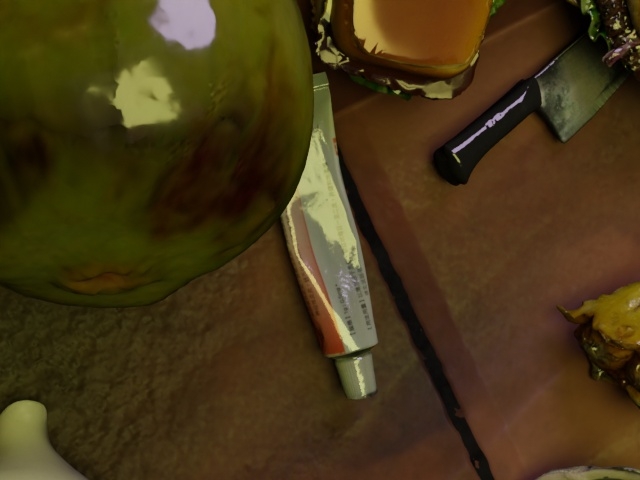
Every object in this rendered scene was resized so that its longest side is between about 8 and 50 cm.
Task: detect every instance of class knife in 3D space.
[{"bbox_3d":[0.174,-0.108,0.988,0.230,0.028,0.060,-41,106,-17],"label":"knife"}]

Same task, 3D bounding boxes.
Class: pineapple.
[{"bbox_3d":[0.312,0.103,0.963,0.249,0.164,0.140,-14,121,-10],"label":"pineapple"}]

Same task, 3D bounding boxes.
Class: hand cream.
[{"bbox_3d":[0.000,0.000,0.930,0.052,0.038,0.216,-16,93,-42],"label":"hand cream"}]

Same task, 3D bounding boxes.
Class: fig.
[{"bbox_3d":[-0.121,-0.100,0.788,0.239,0.239,0.271,8,60,-19],"label":"fig"}]

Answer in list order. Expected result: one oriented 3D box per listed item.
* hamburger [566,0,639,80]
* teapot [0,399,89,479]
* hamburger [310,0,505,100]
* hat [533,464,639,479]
[{"bbox_3d":[0.262,-0.183,0.967,0.164,0.093,0.190,27,76,-22],"label":"hamburger"},{"bbox_3d":[-0.186,0.215,0.846,0.145,0.092,0.226,18,88,-34],"label":"teapot"},{"bbox_3d":[0.060,-0.174,0.909,0.137,0.087,0.166,14,90,-20],"label":"hamburger"},{"bbox_3d":[0.216,0.279,0.999,0.226,0.164,0.219,26,80,21],"label":"hat"}]
